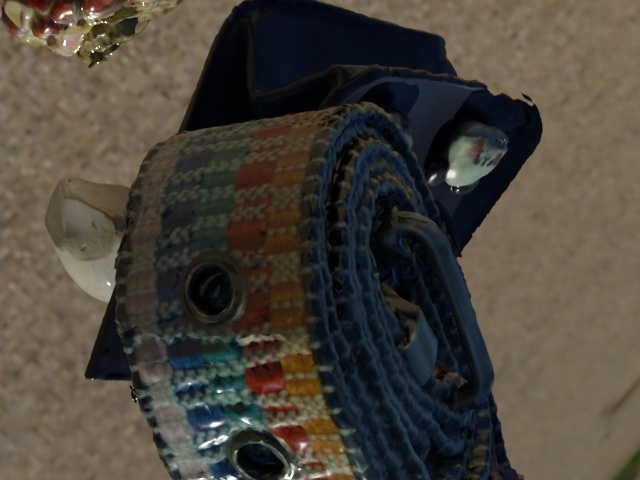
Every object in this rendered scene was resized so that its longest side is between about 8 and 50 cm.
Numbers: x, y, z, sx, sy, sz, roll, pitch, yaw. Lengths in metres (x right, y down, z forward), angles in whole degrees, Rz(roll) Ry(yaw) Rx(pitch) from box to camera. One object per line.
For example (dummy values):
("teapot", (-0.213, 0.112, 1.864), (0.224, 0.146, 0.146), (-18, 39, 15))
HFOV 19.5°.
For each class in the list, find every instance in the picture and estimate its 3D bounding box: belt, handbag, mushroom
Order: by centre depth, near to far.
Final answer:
("belt", (0.013, 0.068, 1.049), (0.161, 0.295, 0.207), (-11, -161, 25))
("handbag", (0.000, 0.000, 1.381), (0.303, 0.122, 0.329), (4, 116, -57))
("mushroom", (-0.152, 0.018, 1.499), (0.212, 0.097, 0.088), (54, 34, -58))

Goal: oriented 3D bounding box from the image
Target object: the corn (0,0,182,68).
("corn", (-0.133, -0.202, 0.742), (0.092, 0.280, 0.092), (-25, 179, 0))
